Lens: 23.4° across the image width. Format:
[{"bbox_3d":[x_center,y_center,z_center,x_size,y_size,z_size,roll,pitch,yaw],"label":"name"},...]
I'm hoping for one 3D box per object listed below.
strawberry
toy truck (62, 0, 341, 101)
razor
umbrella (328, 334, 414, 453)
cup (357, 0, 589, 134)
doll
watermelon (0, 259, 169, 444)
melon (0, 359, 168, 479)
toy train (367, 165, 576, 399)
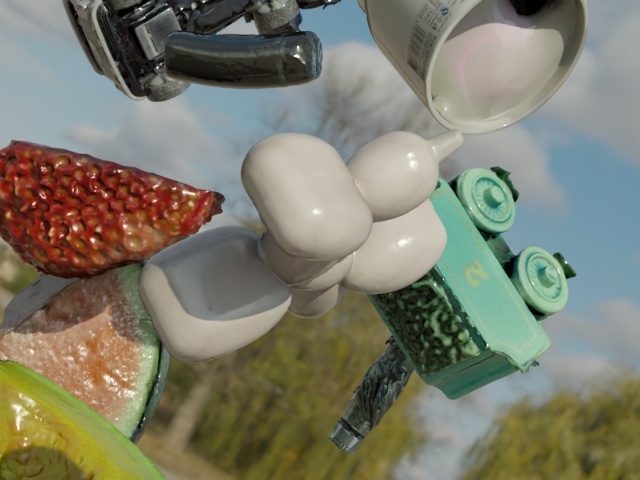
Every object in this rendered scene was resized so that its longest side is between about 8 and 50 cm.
[{"bbox_3d":[-0.205,-0.017,1.337,0.175,0.107,0.236,18,-5,-30],"label":"strawberry"},{"bbox_3d":[-0.130,-0.313,1.843,0.178,0.363,0.177,22,-37,52],"label":"toy truck"},{"bbox_3d":[-0.075,-0.172,1.467,0.148,0.054,0.090,2,10,9],"label":"razor"},{"bbox_3d":[0.070,0.127,1.532,0.046,0.188,0.050,36,-3,18],"label":"umbrella"},{"bbox_3d":[0.113,-0.187,1.124,0.134,0.173,0.142,15,29,-42],"label":"cup"},{"bbox_3d":[0.000,0.000,0.710,0.161,0.160,0.059,-45,-112,43],"label":"doll"},{"bbox_3d":[-0.246,0.130,1.431,0.226,0.318,0.148,18,11,-28],"label":"watermelon"},{"bbox_3d":[-0.244,0.154,1.061,0.265,0.129,0.169,30,8,-37],"label":"melon"},{"bbox_3d":[0.123,0.034,1.372,0.112,0.163,0.203,-35,-90,43],"label":"toy train"}]
